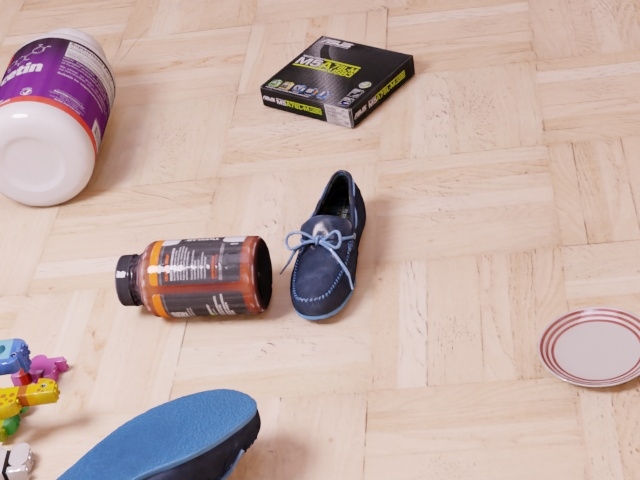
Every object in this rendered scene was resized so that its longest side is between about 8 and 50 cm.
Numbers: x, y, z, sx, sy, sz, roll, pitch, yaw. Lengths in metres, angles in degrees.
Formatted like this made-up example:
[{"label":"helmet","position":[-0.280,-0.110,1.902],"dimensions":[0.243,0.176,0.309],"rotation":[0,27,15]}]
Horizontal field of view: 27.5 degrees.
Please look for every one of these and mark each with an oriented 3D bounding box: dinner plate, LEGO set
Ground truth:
[{"label":"dinner plate","position":[0.331,0.130,1.565],"dimensions":[0.141,0.017,0.141],"rotation":[-8,35,5]},{"label":"LEGO set","position":[-0.358,0.192,1.613],"dimensions":[0.093,0.087,0.227],"rotation":[-8,37,6]}]

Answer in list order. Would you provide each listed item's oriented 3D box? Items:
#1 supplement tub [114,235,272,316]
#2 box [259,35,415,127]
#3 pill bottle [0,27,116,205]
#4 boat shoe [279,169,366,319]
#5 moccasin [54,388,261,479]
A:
[{"label":"supplement tub","position":[-0.169,0.049,1.737],"dimensions":[0.198,0.106,0.106],"rotation":[-3,37,11]},{"label":"box","position":[0.028,-0.264,2.155],"dimensions":[0.191,0.045,0.184],"rotation":[18,48,34]},{"label":"pill bottle","position":[-0.429,-0.211,2.093],"dimensions":[0.182,0.181,0.323],"rotation":[-7,36,7]},{"label":"boat shoe","position":[0.000,0.000,1.769],"dimensions":[0.109,0.089,0.258],"rotation":[-5,37,10]},{"label":"moccasin","position":[-0.207,0.282,1.428],"dimensions":[0.342,0.116,0.138],"rotation":[-29,31,-29]}]
